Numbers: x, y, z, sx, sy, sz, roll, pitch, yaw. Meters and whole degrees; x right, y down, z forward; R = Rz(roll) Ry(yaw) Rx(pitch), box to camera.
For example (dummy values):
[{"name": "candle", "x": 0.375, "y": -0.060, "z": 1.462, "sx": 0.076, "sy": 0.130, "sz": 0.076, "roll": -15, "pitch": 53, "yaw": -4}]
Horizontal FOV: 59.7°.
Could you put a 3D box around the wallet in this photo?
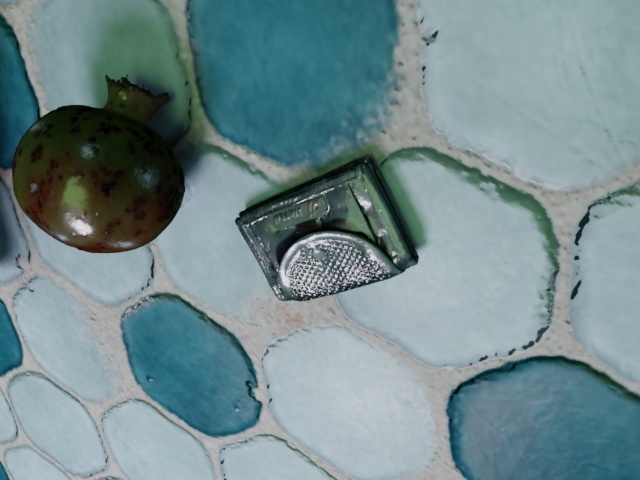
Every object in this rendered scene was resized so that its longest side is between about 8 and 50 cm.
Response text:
[{"name": "wallet", "x": 0.000, "y": 0.000, "z": 0.416, "sx": 0.129, "sy": 0.026, "sz": 0.088, "roll": -20, "pitch": 102, "yaw": 34}]

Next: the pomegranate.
[{"name": "pomegranate", "x": -0.167, "y": -0.052, "z": 0.424, "sx": 0.130, "sy": 0.130, "sz": 0.130, "roll": 12, "pitch": 118, "yaw": 23}]
